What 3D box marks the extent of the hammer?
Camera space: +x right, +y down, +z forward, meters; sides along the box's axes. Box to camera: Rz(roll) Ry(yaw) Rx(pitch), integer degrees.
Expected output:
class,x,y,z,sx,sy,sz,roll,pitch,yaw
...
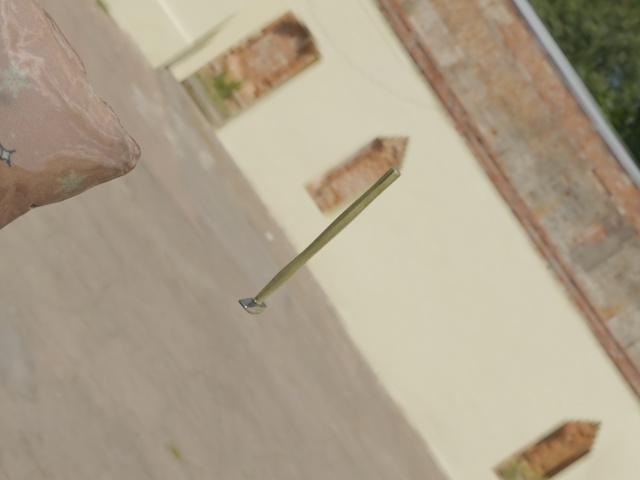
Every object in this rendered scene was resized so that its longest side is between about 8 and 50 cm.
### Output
class,x,y,z,sx,sy,sz,roll,pitch,yaw
hammer,0.000,0.000,1.268,0.013,0.199,0.062,48,8,12

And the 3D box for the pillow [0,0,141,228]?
class,x,y,z,sx,sy,sz,roll,pitch,yaw
pillow,-0.250,-0.087,0.752,0.223,0.236,0.084,65,-9,-14
